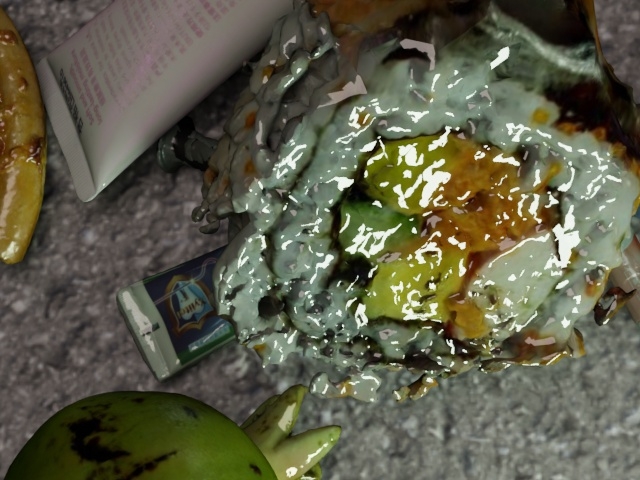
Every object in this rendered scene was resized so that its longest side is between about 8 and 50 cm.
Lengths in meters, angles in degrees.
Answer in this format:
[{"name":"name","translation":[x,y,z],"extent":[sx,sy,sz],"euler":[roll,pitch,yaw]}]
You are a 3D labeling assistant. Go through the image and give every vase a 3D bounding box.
[{"name":"vase","translation":[-0.073,-0.067,1.593],"extent":[0.167,0.059,0.059],"euler":[21,80,32]}]

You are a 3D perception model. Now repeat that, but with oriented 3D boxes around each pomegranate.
[{"name":"pomegranate","translation":[-0.126,0.233,1.475],"extent":[0.260,0.260,0.341],"euler":[43,56,14]}]

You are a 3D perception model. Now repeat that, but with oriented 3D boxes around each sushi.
[{"name":"sushi","translation":[0.083,-0.044,1.459],"extent":[0.417,0.417,0.176],"euler":[-33,33,-1]}]

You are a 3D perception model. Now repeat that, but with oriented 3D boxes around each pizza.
[{"name":"pizza","translation":[-0.376,-0.118,1.657],"extent":[0.226,0.086,0.335],"euler":[-19,76,4]}]

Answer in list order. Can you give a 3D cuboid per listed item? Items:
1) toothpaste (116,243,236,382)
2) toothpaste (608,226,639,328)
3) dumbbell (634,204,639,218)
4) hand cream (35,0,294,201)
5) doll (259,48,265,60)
[{"name":"toothpaste","translation":[0.000,0.000,1.593],"extent":[0.392,0.061,0.098],"euler":[-28,75,1]},{"name":"toothpaste","translation":[0.266,0.001,1.575],"extent":[0.056,0.036,0.205],"euler":[-26,71,0]},{"name":"dumbbell","translation":[0.352,-0.165,1.548],"extent":[0.144,0.156,0.316],"euler":[-6,74,37]},{"name":"hand cream","translation":[-0.115,-0.202,1.595],"extent":[0.359,0.118,0.185],"euler":[-38,55,18]},{"name":"doll","translation":[0.088,-0.172,1.602],"extent":[0.293,0.119,0.138],"euler":[-2,59,12]}]
